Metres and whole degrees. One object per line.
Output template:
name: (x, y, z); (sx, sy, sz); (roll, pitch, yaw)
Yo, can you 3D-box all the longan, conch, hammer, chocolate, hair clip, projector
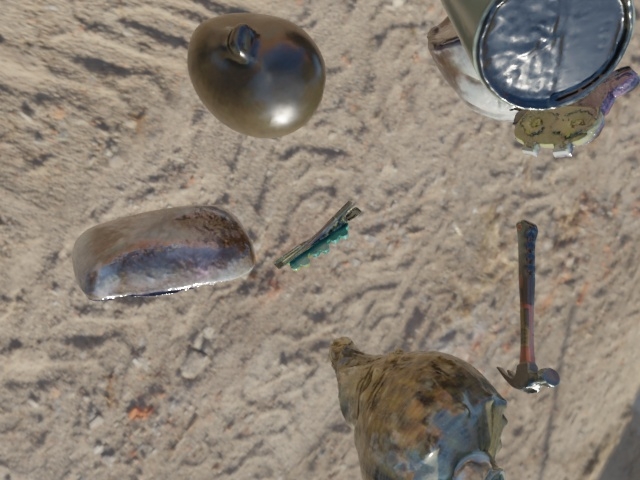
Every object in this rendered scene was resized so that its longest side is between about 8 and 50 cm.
longan: (-0.128, -0.333, 1.475); (0.300, 0.300, 0.243); (26, 77, -47)
conch: (0.121, 0.192, 0.803); (0.210, 0.291, 0.159); (16, 122, -40)
hammer: (0.324, 0.097, 1.156); (0.033, 0.111, 0.287); (17, 64, -19)
chocolate: (0.361, -0.329, 1.319); (0.303, 0.303, 0.212); (-36, 112, -26)
hair clip: (0.001, 0.001, 1.237); (0.173, 0.049, 0.049); (-38, 133, -7)
hair clip: (0.334, -0.176, 1.039); (0.056, 0.187, 0.146); (38, 74, -24)
chocolate: (-0.264, 0.006, 1.252); (0.304, 0.185, 0.100); (-11, 127, -21)
projector: (0.133, -0.236, 0.589); (0.108, 0.337, 0.108); (-4, 132, -4)
